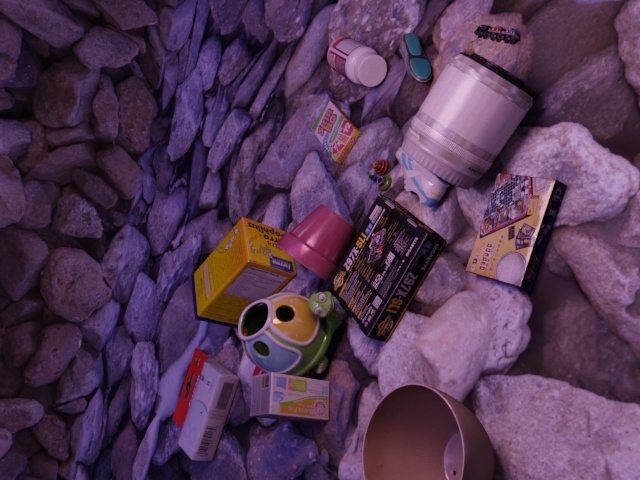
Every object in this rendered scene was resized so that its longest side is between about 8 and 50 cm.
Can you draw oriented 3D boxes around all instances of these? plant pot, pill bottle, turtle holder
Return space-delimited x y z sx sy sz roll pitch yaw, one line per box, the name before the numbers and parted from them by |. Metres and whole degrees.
plant pot | 0.000 0.000 1.917 0.180 0.201 0.201 -54 35 -3
plant pot | 0.250 0.455 1.338 0.284 0.191 0.284 -29 52 44
pill bottle | 0.118 -0.574 2.065 0.121 0.121 0.221 -60 36 15
turtle holder | -0.088 0.265 1.836 0.320 0.227 0.243 -2 63 47

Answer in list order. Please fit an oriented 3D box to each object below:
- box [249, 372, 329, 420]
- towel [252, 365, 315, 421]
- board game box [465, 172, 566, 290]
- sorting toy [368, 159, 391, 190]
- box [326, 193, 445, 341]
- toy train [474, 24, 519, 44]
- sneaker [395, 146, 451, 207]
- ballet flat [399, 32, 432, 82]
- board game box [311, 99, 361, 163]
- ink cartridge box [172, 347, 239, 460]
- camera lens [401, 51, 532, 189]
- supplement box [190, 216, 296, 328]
box | -0.083 0.442 1.795 0.103 0.203 0.114 -23 58 48
towel | -0.123 0.415 2.017 0.275 0.031 0.199 31 101 55
board game box | 0.434 -0.024 1.438 0.165 0.042 0.243 19 91 55
sorting toy | 0.171 -0.194 1.883 0.061 0.042 0.102 -34 49 42
box | 0.167 0.071 1.736 0.322 0.079 0.257 -62 34 13
toy train | 0.458 -0.536 1.661 0.036 0.027 0.158 -55 36 4
sneaker | 0.255 -0.176 1.721 0.092 0.087 0.228 -59 34 21
ballet flat | 0.278 -0.520 1.882 0.068 0.072 0.213 107 159 -53
board game box | 0.045 -0.373 2.153 0.124 0.039 0.259 -56 35 20
ink cartridge box | -0.460 0.583 2.354 0.385 0.091 0.308 15 87 55
camera lens | 0.347 -0.288 1.525 0.274 0.219 0.219 -58 36 18
supplement box | -0.273 0.120 2.218 0.356 0.194 0.195 -45 43 33
